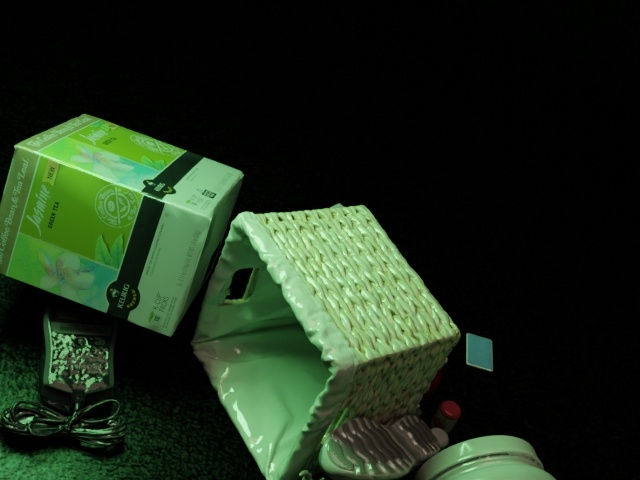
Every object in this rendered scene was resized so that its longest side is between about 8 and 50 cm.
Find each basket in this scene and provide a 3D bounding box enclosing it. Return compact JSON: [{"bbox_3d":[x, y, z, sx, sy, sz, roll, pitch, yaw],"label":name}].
[{"bbox_3d":[0.000,0.161,1.473,0.266,0.328,0.331,-9,49,-34],"label":"basket"}]

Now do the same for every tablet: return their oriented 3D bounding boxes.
[{"bbox_3d":[0.310,0.218,1.787,0.054,0.006,0.083,17,40,-5],"label":"tablet"}]

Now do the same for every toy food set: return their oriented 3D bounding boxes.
[{"bbox_3d":[0.173,0.254,1.612,0.111,0.104,0.232,-12,50,-33],"label":"toy food set"}]

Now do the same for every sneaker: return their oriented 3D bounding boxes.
[{"bbox_3d":[0.081,0.341,1.386,0.281,0.115,0.105,13,34,-54],"label":"sneaker"}]

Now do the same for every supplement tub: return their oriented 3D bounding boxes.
[{"bbox_3d":[0.269,0.473,1.317,0.235,0.235,0.325,5,44,-19],"label":"supplement tub"}]

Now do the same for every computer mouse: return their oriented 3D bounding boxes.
[{"bbox_3d":[-0.398,0.201,1.461,0.188,0.072,0.272,10,54,-16],"label":"computer mouse"}]

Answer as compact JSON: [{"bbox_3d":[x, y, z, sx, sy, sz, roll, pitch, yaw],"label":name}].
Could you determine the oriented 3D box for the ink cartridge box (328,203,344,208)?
[{"bbox_3d":[0.000,0.000,1.860,0.097,0.046,0.207,41,44,23],"label":"ink cartridge box"}]

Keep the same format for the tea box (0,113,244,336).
[{"bbox_3d":[-0.334,-0.040,1.550,0.323,0.220,0.329,19,17,-2],"label":"tea box"}]

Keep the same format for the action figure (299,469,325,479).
[{"bbox_3d":[-0.021,0.421,1.325,0.275,0.141,0.164,6,54,-20],"label":"action figure"}]
